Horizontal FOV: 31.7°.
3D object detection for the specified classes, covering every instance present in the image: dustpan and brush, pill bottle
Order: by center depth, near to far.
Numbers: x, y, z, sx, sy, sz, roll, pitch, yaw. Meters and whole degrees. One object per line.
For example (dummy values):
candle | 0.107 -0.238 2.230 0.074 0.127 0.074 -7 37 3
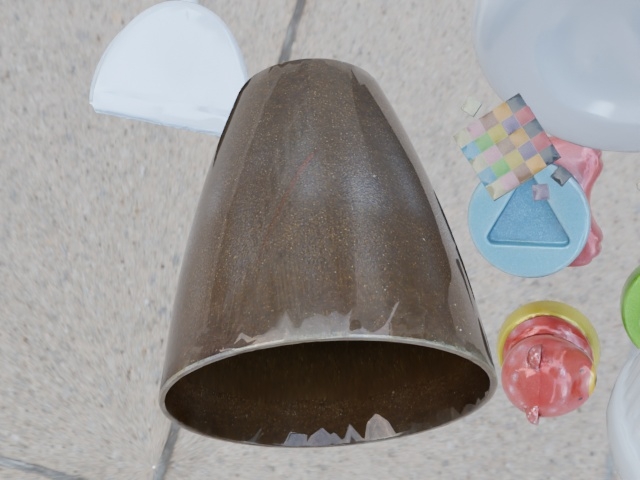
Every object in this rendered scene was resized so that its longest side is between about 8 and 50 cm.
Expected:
pill bottle | 0.251 -0.287 0.858 0.229 0.229 0.407 17 57 -5
dustpan and brush | -0.127 -0.196 1.054 0.147 0.060 0.211 11 76 -10

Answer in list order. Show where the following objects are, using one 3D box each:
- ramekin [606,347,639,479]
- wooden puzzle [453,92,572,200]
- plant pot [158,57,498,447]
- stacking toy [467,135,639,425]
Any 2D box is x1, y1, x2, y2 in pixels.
ramekin | 0.333 0.110 0.729 0.273 0.127 0.273 6 34 -4
wooden puzzle | 0.116 -0.057 0.699 0.049 0.006 0.083 -33 73 15
plant pot | 0.000 0.000 0.770 0.215 0.215 0.230 1 63 -8
stacking toy | 0.304 0.042 1.223 0.279 0.130 0.309 -8 102 19
